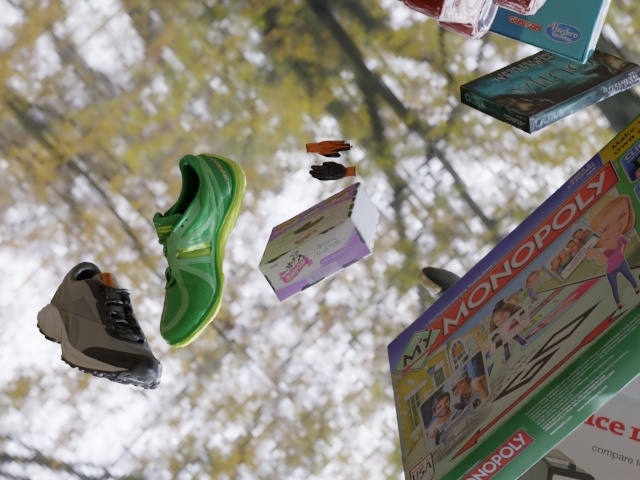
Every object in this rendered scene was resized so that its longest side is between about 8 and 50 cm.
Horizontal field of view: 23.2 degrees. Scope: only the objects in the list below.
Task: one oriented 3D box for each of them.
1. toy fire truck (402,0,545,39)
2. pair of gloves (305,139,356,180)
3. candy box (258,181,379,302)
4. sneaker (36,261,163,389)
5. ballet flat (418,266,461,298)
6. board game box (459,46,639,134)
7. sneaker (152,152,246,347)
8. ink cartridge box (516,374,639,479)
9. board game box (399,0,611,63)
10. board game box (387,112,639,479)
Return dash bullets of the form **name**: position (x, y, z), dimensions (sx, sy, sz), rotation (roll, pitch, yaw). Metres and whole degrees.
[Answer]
- **toy fire truck**: position (0.143, -0.312, 1.242), dimensions (0.254, 0.169, 0.302), rotation (-20, 130, -73)
- **pair of gloves**: position (0.016, -0.124, 2.397), dimensions (0.074, 0.010, 0.083), rotation (-3, -130, -4)
- **candy box**: position (0.000, 0.000, 2.404), dimensions (0.165, 0.070, 0.196), rotation (-28, -166, 14)
- **sneaker**: position (-0.264, 0.102, 1.887), dimensions (0.271, 0.100, 0.108), rotation (33, -81, 54)
- **ballet flat**: position (0.183, 0.083, 1.992), dimensions (0.049, 0.173, 0.057), rotation (-41, -141, 23)
- **board game box**: position (0.280, -0.190, 1.894), dimensions (0.186, 0.026, 0.126), rotation (-26, -144, -28)
- **sneaker**: position (-0.200, 0.011, 2.281), dimensions (0.109, 0.123, 0.296), rotation (-7, -112, 54)
- **ink cartridge box**: position (0.258, 0.229, 1.322), dimensions (0.198, 0.273, 0.115), rotation (16, -155, 24)
- **board game box**: position (0.213, -0.386, 1.616), dimensions (0.079, 0.253, 0.336), rotation (-40, 149, -67)
- **board game box**: position (0.178, 0.043, 1.123), dimensions (0.317, 0.046, 0.213), rotation (-45, -159, 19)
